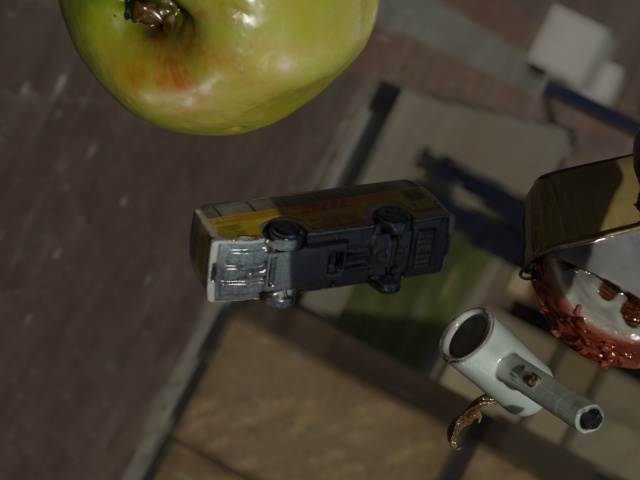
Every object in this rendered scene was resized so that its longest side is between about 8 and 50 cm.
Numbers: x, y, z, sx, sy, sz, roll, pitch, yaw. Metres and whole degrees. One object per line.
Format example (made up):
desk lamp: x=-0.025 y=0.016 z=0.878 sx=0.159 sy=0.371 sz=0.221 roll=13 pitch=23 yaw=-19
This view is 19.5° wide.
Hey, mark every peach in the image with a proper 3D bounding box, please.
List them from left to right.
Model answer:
peach: x=-0.089 y=-0.261 z=1.772 sx=0.316 sy=0.314 sz=0.281 roll=-30 pitch=157 yaw=-40

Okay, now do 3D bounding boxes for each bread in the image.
bread: x=0.315 y=0.021 z=1.901 sx=0.142 sy=0.224 sz=0.211 roll=115 pitch=-39 yaw=-74

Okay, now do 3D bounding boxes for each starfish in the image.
starfish: x=0.183 y=0.210 z=2.222 sx=0.091 sy=0.028 sz=0.078 roll=-41 pitch=166 yaw=-18

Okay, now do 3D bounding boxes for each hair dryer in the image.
hair dryer: x=0.238 y=0.156 z=1.991 sx=0.073 sy=0.131 sz=0.236 roll=-54 pitch=-149 yaw=-7

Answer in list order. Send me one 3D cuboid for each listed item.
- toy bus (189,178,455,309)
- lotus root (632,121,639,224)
toy bus: x=0.000 y=0.000 z=1.911 sx=0.268 sy=0.106 sz=0.092 roll=-8 pitch=126 yaw=-22
lotus root: x=0.364 y=-0.093 z=1.545 sx=0.141 sy=0.169 sz=0.314 roll=-13 pitch=151 yaw=-46
